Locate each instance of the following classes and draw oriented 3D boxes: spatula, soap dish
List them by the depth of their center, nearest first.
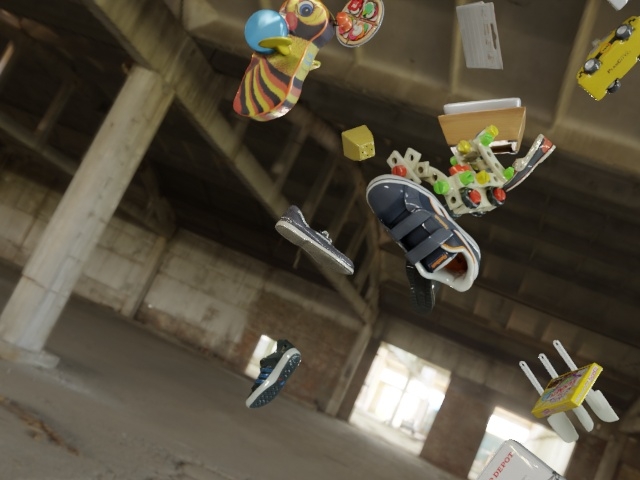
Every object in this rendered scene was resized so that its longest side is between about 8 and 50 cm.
[{"bbox_3d":[0.632,0.394,1.800,0.019,0.168,0.242,-17,69,-48],"label":"spatula"},{"bbox_3d":[0.461,-0.310,1.946,0.229,0.118,0.291,-3,-2,16],"label":"soap dish"}]

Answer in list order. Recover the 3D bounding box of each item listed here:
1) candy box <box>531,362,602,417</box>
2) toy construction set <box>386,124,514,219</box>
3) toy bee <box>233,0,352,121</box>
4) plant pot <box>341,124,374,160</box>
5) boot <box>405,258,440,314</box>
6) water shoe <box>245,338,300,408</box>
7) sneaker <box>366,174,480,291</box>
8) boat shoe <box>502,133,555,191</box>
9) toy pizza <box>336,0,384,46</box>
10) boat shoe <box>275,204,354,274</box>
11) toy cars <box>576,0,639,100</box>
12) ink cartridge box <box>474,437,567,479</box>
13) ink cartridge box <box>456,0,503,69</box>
[{"bbox_3d":[0.541,0.335,1.529,0.027,0.105,0.206,36,-21,7],"label":"candy box"},{"bbox_3d":[0.323,-0.158,1.610,0.327,0.215,0.151,-12,-16,-30],"label":"toy construction set"},{"bbox_3d":[-0.039,-0.334,1.125,0.162,0.298,0.195,15,26,16],"label":"toy bee"},{"bbox_3d":[0.120,-0.282,2.050,0.083,0.081,0.081,-129,-157,-51],"label":"plant pot"},{"bbox_3d":[0.265,0.066,1.721,0.077,0.198,0.137,11,26,20],"label":"boot"},{"bbox_3d":[-0.129,0.346,1.788,0.073,0.203,0.080,28,15,-50],"label":"water shoe"},{"bbox_3d":[0.231,-0.014,1.513,0.321,0.127,0.126,36,-55,-15],"label":"sneaker"},{"bbox_3d":[0.429,-0.161,1.447,0.043,0.137,0.049,43,13,1],"label":"boat shoe"},{"bbox_3d":[0.130,-0.766,2.385,0.201,0.201,0.032,16,-3,41],"label":"toy pizza"},{"bbox_3d":[0.000,0.000,1.473,0.206,0.065,0.075,36,-24,-21],"label":"boat shoe"},{"bbox_3d":[0.650,-0.501,1.493,0.176,0.394,0.087,-10,38,-10],"label":"toy cars"},{"bbox_3d":[0.362,0.452,1.167,0.190,0.139,0.082,38,4,35],"label":"ink cartridge box"},{"bbox_3d":[0.477,-0.591,1.990,0.232,0.066,0.189,-143,-144,-67],"label":"ink cartridge box"}]
